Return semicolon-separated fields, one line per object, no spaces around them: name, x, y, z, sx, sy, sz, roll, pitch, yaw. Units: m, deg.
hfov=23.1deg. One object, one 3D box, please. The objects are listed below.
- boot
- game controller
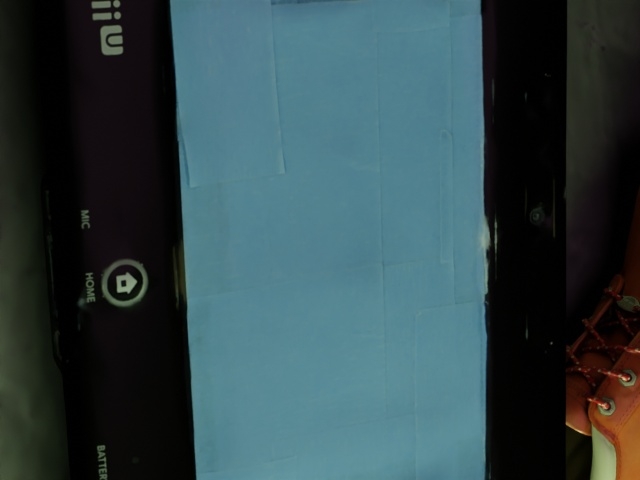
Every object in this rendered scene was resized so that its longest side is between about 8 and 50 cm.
boot;0.119;0.037;0.572;0.085;0.059;0.157;-4;103;-31
game controller;0.000;0.000;0.467;0.166;0.067;0.319;-12;106;-35
